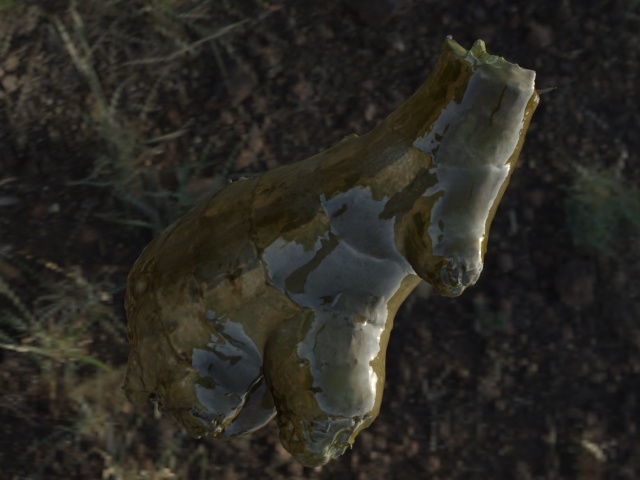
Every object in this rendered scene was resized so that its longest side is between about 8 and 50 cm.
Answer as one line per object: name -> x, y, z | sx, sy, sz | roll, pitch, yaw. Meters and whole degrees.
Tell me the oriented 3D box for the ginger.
ginger -> -0.003, 0.019, 1.024 | 0.166, 0.375, 0.236 | 30, 49, -21
